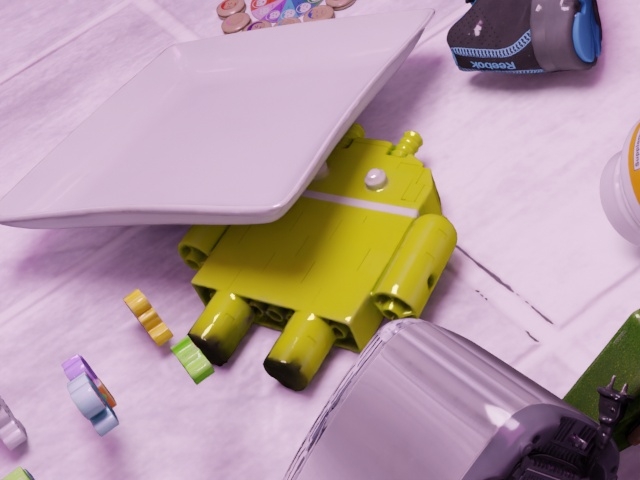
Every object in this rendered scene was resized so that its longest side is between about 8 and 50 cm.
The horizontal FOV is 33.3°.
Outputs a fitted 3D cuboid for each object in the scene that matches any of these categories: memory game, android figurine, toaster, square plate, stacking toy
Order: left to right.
[{"bbox_3d":[-0.183,0.115,0.839,0.167,0.052,0.221,-36,16,-12],"label":"stacking toy"},{"bbox_3d":[-0.097,-0.111,1.034,0.347,0.049,0.344,0,36,33],"label":"square plate"},{"bbox_3d":[-0.037,-0.294,1.264,0.186,0.012,0.186,-12,45,12],"label":"memory game"},{"bbox_3d":[0.000,0.000,0.934,0.248,0.056,0.272,14,57,33],"label":"android figurine"},{"bbox_3d":[0.075,0.149,0.668,0.146,0.129,0.227,37,99,47],"label":"toaster"}]

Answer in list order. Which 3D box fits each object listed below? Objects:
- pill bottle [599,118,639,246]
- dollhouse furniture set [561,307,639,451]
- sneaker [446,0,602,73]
[{"bbox_3d":[0.296,-0.059,0.754,0.117,0.117,0.215,-50,8,-25],"label":"pill bottle"},{"bbox_3d":[0.335,0.106,0.679,0.302,0.151,0.197,-21,61,-23],"label":"dollhouse furniture set"},{"bbox_3d":[0.212,-0.297,1.081,0.140,0.125,0.340,-5,44,25],"label":"sneaker"}]
